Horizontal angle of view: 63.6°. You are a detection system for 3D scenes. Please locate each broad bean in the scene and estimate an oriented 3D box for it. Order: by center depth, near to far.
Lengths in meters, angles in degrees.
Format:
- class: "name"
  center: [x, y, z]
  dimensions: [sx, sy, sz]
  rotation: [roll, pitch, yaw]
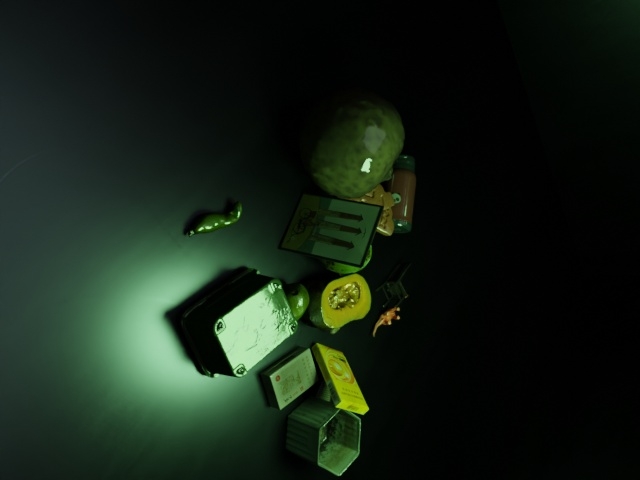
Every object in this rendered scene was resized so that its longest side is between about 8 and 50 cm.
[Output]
- class: "broad bean"
  center: [-0.328, -0.063, 1.626]
  dimensions: [0.213, 0.048, 0.071]
  rotation: [-34, 113, -40]

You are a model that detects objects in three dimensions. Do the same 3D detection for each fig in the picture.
- class: "fig"
  center: [-0.096, 0.233, 1.804]
  dimensions: [0.123, 0.123, 0.156]
  rotation: [-27, 118, -41]

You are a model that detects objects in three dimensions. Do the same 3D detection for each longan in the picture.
- class: "longan"
  center: [0.109, -0.345, 1.823]
  dimensions: [0.390, 0.390, 0.392]
  rotation: [1, 89, -44]

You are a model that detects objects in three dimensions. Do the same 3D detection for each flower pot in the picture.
- class: "flower pot"
  center: [0.011, 0.695, 1.849]
  dimensions: [0.209, 0.189, 0.240]
  rotation: [6, 85, -43]

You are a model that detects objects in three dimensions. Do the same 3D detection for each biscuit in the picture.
- class: "biscuit"
  center: [0.168, -0.130, 2.061]
  dimensions: [0.306, 0.043, 0.284]
  rotation: [-19, 86, -27]

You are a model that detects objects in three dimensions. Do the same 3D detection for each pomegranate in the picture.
- class: "pomegranate"
  center: [0.089, 0.003, 1.880]
  dimensions: [0.210, 0.211, 0.263]
  rotation: [0, 103, -44]

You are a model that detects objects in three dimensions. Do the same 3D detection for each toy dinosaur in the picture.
- class: "toy dinosaur"
  center: [0.306, 0.316, 2.226]
  dimensions: [0.279, 0.101, 0.055]
  rotation: [-33, 96, -29]

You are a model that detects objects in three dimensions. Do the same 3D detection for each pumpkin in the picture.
- class: "pumpkin"
  center: [0.061, 0.242, 1.948]
  dimensions: [0.317, 0.139, 0.222]
  rotation: [-12, 95, -47]

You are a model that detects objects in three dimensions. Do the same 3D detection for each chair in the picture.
- class: "chair"
  center: [0.341, 0.192, 2.257]
  dimensions: [0.212, 0.084, 0.102]
  rotation: [-41, 113, -38]

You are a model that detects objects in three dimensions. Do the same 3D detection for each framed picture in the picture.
- class: "framed picture"
  center: [0.036, -0.044, 1.809]
  dimensions: [0.244, 0.323, 0.013]
  rotation: [-69, 154, -20]

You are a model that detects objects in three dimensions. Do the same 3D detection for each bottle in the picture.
- class: "bottle"
  center: [0.341, -0.208, 2.218]
  dimensions: [0.143, 0.143, 0.337]
  rotation: [19, 76, -43]

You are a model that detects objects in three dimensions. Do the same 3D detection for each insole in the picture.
- class: "insole"
  center: [0.023, 0.572, 1.992]
  dimensions: [0.086, 0.005, 0.253]
  rotation: [34, 66, -39]

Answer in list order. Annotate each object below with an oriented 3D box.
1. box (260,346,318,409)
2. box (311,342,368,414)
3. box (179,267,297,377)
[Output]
- class: "box"
  center: [-0.106, 0.484, 1.829]
  dimensions: [0.201, 0.058, 0.141]
  rotation: [-29, 109, -42]
- class: "box"
  center: [0.069, 0.501, 1.882]
  dimensions: [0.152, 0.269, 0.043]
  rotation: [30, 112, -39]
- class: "box"
  center: [-0.239, 0.258, 1.619]
  dimensions: [0.328, 0.177, 0.253]
  rotation: [-37, 113, -38]
